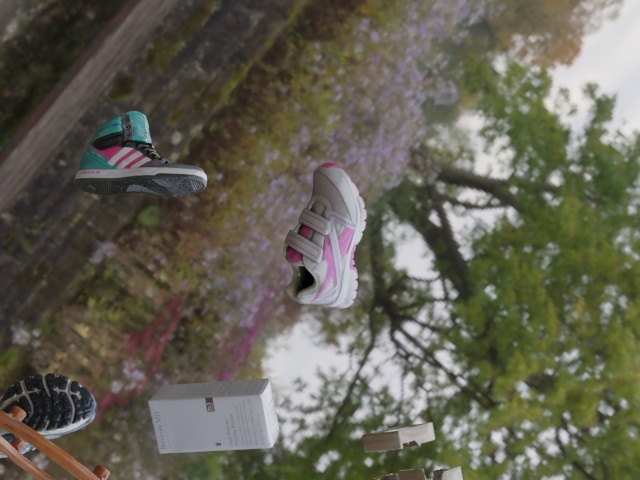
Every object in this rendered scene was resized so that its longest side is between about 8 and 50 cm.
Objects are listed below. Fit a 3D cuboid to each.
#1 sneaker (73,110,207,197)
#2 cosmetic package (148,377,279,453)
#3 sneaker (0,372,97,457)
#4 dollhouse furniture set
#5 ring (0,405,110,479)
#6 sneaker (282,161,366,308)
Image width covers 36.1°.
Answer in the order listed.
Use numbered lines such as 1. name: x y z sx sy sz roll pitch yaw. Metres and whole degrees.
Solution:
1. sneaker: -0.379 -0.191 2.129 0.124 0.296 0.178 64 30 -66
2. cosmetic package: -0.204 0.338 1.890 0.231 0.117 0.085 -7 -166 12
3. sneaker: -0.511 0.310 1.676 0.122 0.283 0.110 73 8 -54
4. dollhouse furniture set: 0.208 0.574 2.363 0.212 0.242 0.161 -16 169 37
5. ring: -0.387 0.321 1.423 0.032 0.337 0.336 -56 -175 -27
6. sneaker: 0.000 0.000 1.589 0.111 0.252 0.103 -10 -161 -34
